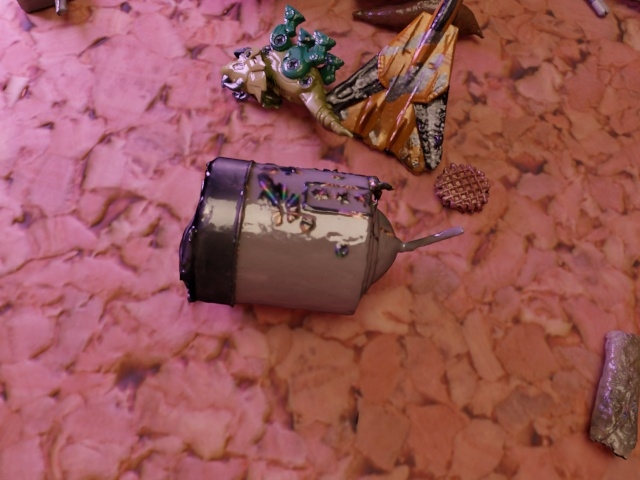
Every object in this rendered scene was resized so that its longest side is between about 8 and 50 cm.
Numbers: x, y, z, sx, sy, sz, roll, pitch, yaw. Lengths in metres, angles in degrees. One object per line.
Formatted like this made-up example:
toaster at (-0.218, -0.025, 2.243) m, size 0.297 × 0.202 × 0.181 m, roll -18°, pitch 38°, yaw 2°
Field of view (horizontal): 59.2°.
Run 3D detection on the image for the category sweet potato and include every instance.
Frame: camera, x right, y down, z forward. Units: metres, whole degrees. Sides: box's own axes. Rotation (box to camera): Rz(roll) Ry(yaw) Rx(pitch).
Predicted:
sweet potato at (0.167, -0.382, 0.939) m, size 0.226 × 0.068 × 0.068 m, roll 8°, pitch 67°, yaw 1°

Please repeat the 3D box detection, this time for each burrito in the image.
burrito at (0.387, 0.194, 0.730) m, size 0.051 × 0.042 × 0.171 m, roll 18°, pitch 65°, yaw 14°

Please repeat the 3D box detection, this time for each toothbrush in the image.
toothbrush at (0.443, -0.522, 1.041) m, size 0.024 × 0.026 × 0.288 m, roll -25°, pitch 72°, yaw -11°

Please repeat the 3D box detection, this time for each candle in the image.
candle at (0.000, 0.000, 0.697) m, size 0.331 × 0.187 × 0.187 m, roll 6°, pitch 67°, yaw -4°

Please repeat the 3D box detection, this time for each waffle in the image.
waffle at (0.210, -0.078, 0.835) m, size 0.083 × 0.029 × 0.075 m, roll 20°, pitch 67°, yaw 6°

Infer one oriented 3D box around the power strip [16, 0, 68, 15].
power strip at (-0.475, -0.464, 0.919) m, size 0.093 × 0.053 × 0.287 m, roll -24°, pitch 72°, yaw -15°

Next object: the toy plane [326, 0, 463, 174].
toy plane at (0.151, -0.276, 0.855) m, size 0.204 × 0.103 × 0.316 m, roll 29°, pitch 84°, yaw 6°

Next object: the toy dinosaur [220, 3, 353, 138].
toy dinosaur at (-0.027, -0.240, 0.829) m, size 0.259 × 0.094 × 0.153 m, roll 36°, pitch 88°, yaw 25°
